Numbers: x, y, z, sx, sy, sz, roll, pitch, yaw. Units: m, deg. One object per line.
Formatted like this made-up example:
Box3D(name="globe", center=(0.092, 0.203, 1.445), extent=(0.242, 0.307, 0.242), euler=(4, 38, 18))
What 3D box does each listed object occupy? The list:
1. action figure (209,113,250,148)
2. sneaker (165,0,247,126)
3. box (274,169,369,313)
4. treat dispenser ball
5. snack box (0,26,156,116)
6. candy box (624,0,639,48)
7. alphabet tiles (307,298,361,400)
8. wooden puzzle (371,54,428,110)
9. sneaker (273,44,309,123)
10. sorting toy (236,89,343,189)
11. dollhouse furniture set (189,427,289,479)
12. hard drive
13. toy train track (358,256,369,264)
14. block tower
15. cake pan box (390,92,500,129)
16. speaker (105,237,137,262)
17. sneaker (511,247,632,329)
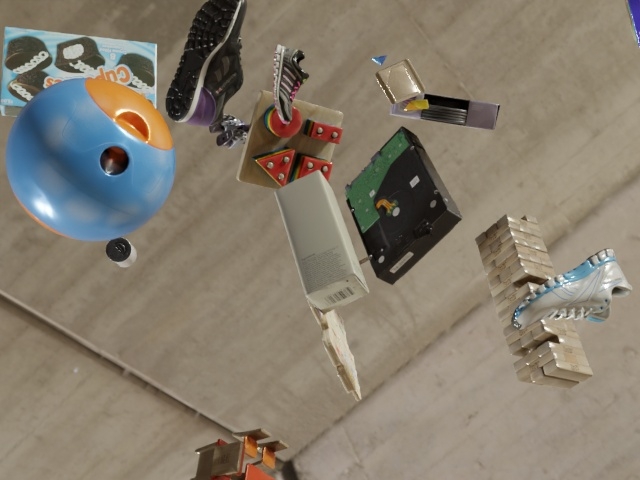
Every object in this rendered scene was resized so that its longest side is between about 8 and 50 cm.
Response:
Box3D(name="action figure", center=(-0.172, -0.299, 2.212), extent=(0.099, 0.285, 0.185), euler=(-42, -121, 41))
Box3D(name="sneaker", center=(-0.204, -0.363, 1.550), extent=(0.107, 0.124, 0.283), euler=(45, -65, 35))
Box3D(name="box", center=(0.000, 0.000, 1.556), extent=(0.113, 0.094, 0.275), euler=(-24, -126, 11))
Box3D(name="treat dispenser ball", center=(-0.402, -0.141, 1.357), extent=(0.288, 0.288, 0.288), euler=(-28, -140, 27))
Box3D(name="snack box", center=(-0.525, -0.356, 1.689), extent=(0.060, 0.322, 0.187), euler=(140, -50, -66))
Box3D(name="candy box", center=(0.835, -0.649, 1.785), extent=(0.268, 0.317, 0.122), euler=(-16, -157, 18))
Box3D(name="alphabet tiles", center=(0.029, 0.191, 1.625), extent=(0.021, 0.278, 0.284), euler=(-22, -156, 5))
Box3D(name="wooden puzzle", center=(0.140, -0.277, 1.347), extent=(0.079, 0.116, 0.014), euler=(-9, -149, 36))
Box3D(name="sneaker", center=(-0.061, -0.337, 1.650), extent=(0.075, 0.063, 0.170), euler=(-1, -95, 4))
Box3D(name="sorting toy", center=(-0.072, -0.257, 2.130), extent=(0.089, 0.256, 0.257), euler=(37, -67, 62))
Box3D(name="dollhouse furniture set", center=(-0.161, 0.550, 1.745), extent=(0.135, 0.259, 0.262), euler=(-19, -134, 27))
Box3D(name="hard drive", center=(0.184, -0.088, 1.817), extent=(0.237, 0.064, 0.339), euler=(-47, -143, 23))
Box3D(name="toy train track", center=(0.102, 0.065, 2.072), extent=(0.083, 0.014, 0.048), euler=(-29, -115, 4))
Box3D(name="block tower", center=(0.378, 0.105, 1.397), extent=(0.091, 0.097, 0.335), euler=(-46, -141, 40))
Box3D(name="cake pan box", center=(0.295, -0.320, 1.877), extent=(0.267, 0.246, 0.070), euler=(-75, 172, -81))
Box3D(name="speaker", center=(-0.427, 0.026, 1.655), extent=(0.055, 0.055, 0.136), euler=(-56, -176, -10))
Box3D(name="sneaker", center=(0.348, 0.083, 1.047), extent=(0.191, 0.071, 0.083), euler=(-26, -110, -16))
